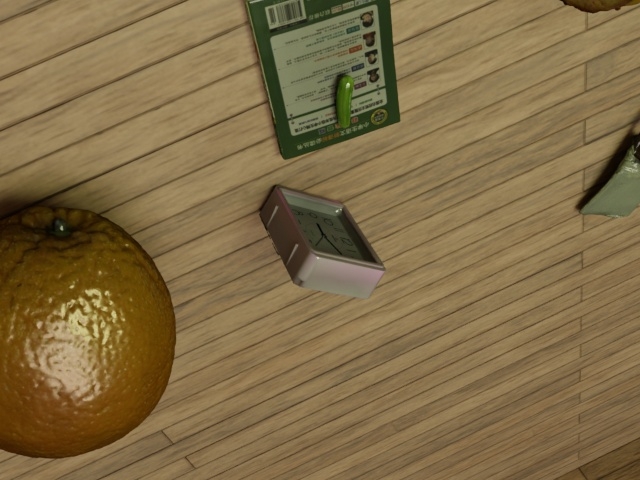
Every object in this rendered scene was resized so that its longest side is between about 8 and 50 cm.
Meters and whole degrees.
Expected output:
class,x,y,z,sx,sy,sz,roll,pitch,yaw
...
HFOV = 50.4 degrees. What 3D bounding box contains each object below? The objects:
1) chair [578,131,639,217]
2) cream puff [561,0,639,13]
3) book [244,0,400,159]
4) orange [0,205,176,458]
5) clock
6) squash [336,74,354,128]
class,x,y,z,sx,sy,sz,roll,pitch,yaw
chair,0.670,-0.132,1.306,0.160,0.186,0.319,0,127,-31
cream puff,0.382,-0.420,0.890,0.164,0.240,0.240,-29,138,-25
book,0.013,-0.257,0.995,0.202,0.027,0.264,-20,134,-8
orange,-0.366,0.126,0.964,0.322,0.322,0.357,0,119,-25
clock,0.000,0.000,1.094,0.150,0.197,0.063,13,120,-33
squash,0.036,-0.205,1.012,0.027,0.027,0.089,-12,133,-16
